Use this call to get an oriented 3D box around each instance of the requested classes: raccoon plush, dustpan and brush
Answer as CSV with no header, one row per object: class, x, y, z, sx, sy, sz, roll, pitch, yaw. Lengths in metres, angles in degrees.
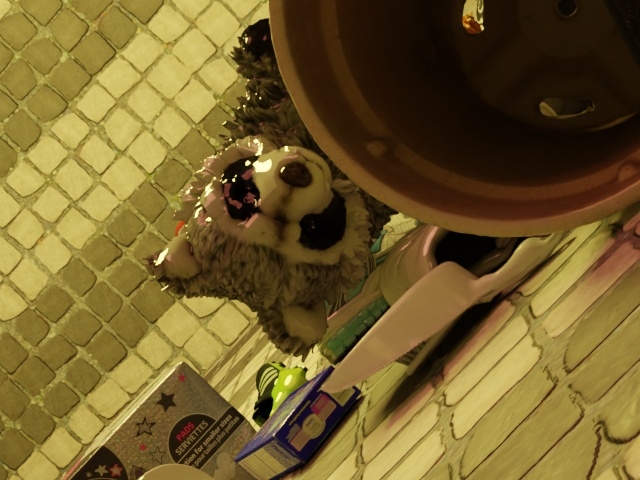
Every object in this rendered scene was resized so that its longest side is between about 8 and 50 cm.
raccoon plush,0.000,0.000,1.392,0.299,0.216,0.446,-65,-21,-19
dustpan and brush,0.104,0.048,1.136,0.211,0.060,0.147,-52,-13,30

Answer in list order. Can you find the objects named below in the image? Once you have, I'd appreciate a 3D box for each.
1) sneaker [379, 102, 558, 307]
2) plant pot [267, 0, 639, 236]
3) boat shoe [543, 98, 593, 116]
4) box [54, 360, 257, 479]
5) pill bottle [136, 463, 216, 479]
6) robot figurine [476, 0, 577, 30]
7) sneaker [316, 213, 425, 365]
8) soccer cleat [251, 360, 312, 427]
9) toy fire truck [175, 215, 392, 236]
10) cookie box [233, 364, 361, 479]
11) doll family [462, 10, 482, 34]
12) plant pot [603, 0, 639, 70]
sneaker,0.151,-0.029,1.271,0.232,0.090,0.115,-57,12,-16
plant pot,0.166,-0.184,1.116,0.334,0.334,0.305,-46,-8,17
boat shoe,0.238,-0.165,1.514,0.335,0.112,0.095,-40,-36,-71
box,-0.181,0.254,1.472,0.247,0.142,0.163,-47,2,-12
pill bottle,-0.153,0.263,1.152,0.208,0.119,0.119,-45,3,40
robot figurine,0.323,-0.329,1.857,0.278,0.209,0.173,-46,38,9
sneaker,0.043,0.018,1.678,0.110,0.122,0.283,-45,3,33
soccer cleat,-0.048,0.169,1.568,0.072,0.060,0.179,-49,6,-13
toy fire truck,-0.030,-0.026,2.055,0.302,0.254,0.169,-45,3,24
cookie box,-0.022,0.169,1.332,0.092,0.040,0.107,-48,4,-29
doll family,0.204,-0.184,1.695,0.118,0.163,0.263,-45,3,26
plant pot,0.239,-0.154,0.723,0.187,0.167,0.188,-44,4,46
